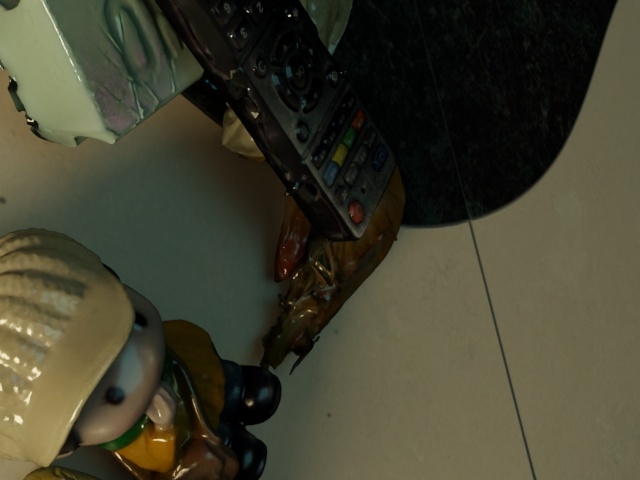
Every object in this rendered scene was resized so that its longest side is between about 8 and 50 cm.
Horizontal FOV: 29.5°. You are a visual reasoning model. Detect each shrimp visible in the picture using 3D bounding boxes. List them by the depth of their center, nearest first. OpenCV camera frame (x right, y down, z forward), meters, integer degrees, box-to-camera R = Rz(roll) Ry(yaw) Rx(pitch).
[{"bbox_3d":[0.000,0.000,1.228,0.152,0.063,0.287,56,51,-31],"label":"shrimp"}]

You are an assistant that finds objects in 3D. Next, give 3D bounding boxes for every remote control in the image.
[{"bbox_3d":[-0.057,-0.166,1.098,0.399,0.062,0.145,56,46,-32],"label":"remote control"}]

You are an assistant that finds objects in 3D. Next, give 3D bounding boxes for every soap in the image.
[{"bbox_3d":[-0.164,-0.198,1.081,0.261,0.094,0.150,-46,127,-44],"label":"soap"}]

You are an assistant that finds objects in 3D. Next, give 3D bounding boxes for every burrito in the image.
[{"bbox_3d":[-0.014,-0.247,1.268,0.117,0.076,0.392,36,60,-41],"label":"burrito"}]

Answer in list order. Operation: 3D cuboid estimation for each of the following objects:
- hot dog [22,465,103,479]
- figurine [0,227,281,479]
[{"bbox_3d":[-0.155,0.269,1.045,0.242,0.073,0.084,37,55,-30],"label":"hot dog"},{"bbox_3d":[-0.185,0.117,1.013,0.332,0.204,0.185,49,46,-59],"label":"figurine"}]
